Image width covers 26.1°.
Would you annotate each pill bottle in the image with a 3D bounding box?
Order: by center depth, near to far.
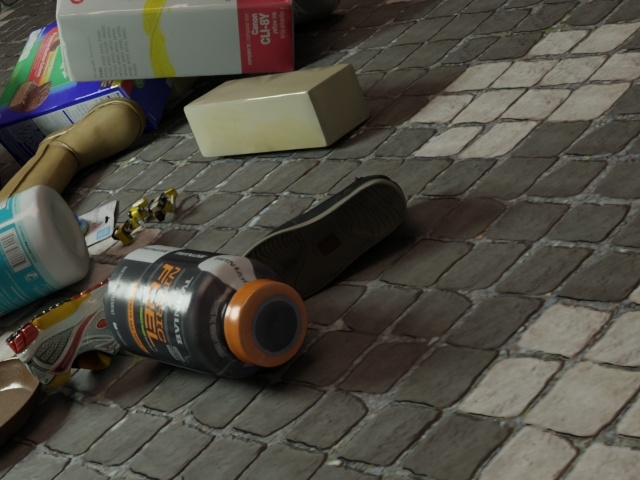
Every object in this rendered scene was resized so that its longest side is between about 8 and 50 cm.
[{"bbox_3d":[-0.119,0.076,1.476,0.130,0.130,0.245,-41,27,-28],"label":"pill bottle"},{"bbox_3d":[-0.464,0.037,1.902,0.264,0.146,0.146,-24,24,7],"label":"pill bottle"}]

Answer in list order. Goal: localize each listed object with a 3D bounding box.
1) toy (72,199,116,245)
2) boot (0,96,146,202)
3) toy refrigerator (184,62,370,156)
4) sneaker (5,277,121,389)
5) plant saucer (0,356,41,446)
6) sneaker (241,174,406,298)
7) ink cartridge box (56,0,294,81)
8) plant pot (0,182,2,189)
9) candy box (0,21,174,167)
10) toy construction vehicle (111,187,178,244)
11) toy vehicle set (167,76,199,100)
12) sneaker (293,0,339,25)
[{"bbox_3d":[-0.425,-0.007,2.065,0.237,0.056,0.137,-25,25,6],"label":"toy"},{"bbox_3d":[-0.418,-0.109,2.241,0.236,0.089,0.269,-26,21,29],"label":"boot"},{"bbox_3d":[-0.065,-0.183,2.005,0.269,0.094,0.102,-1,28,45],"label":"toy refrigerator"},{"bbox_3d":[-0.272,0.109,1.649,0.088,0.093,0.225,-33,-1,42],"label":"sneaker"},{"bbox_3d":[-0.407,0.211,1.622,0.198,0.036,0.198,-22,23,10],"label":"plant saucer"},{"bbox_3d":[0.000,0.000,1.597,0.222,0.083,0.118,-29,8,4],"label":"sneaker"},{"bbox_3d":[-0.242,-0.422,2.314,0.384,0.160,0.279,-4,52,-2],"label":"ink cartridge box"},{"bbox_3d":[-0.757,-0.146,2.406,0.334,0.341,0.341,-22,23,-9],"label":"plant pot"},{"bbox_3d":[-0.412,-0.294,2.479,0.317,0.122,0.268,-13,45,29],"label":"candy box"},{"bbox_3d":[-0.247,-0.034,1.969,0.086,0.035,0.098,-31,18,20],"label":"toy construction vehicle"},{"bbox_3d":[-0.332,-0.294,2.582,0.267,0.035,0.166,-11,28,32],"label":"toy vehicle set"},{"bbox_3d":[-0.073,-0.406,2.487,0.262,0.099,0.121,-7,37,54],"label":"sneaker"}]
